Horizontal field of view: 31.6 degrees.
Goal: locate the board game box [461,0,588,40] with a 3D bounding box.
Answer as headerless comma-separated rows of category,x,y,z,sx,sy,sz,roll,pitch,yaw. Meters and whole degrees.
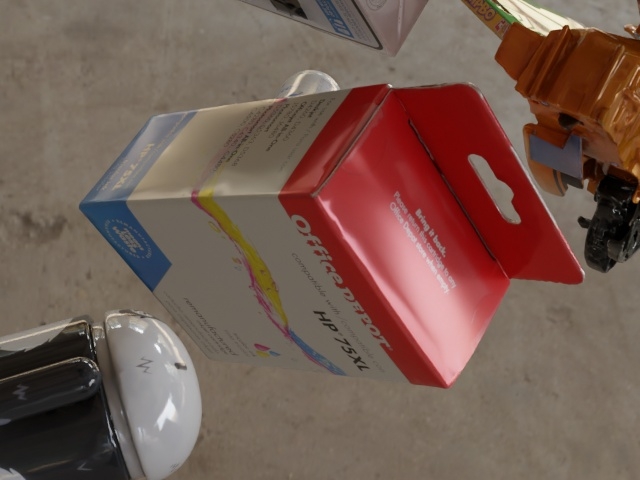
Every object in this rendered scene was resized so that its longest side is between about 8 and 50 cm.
board game box,0.257,-0.230,1.276,0.259,0.039,0.124,11,34,-47

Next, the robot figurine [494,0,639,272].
robot figurine,0.188,-0.096,0.658,0.085,0.291,0.211,28,88,23

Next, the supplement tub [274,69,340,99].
supplement tub,-0.016,-0.125,1.139,0.071,0.071,0.107,15,25,1

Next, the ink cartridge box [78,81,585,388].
ink cartridge box,0.000,0.000,0.577,0.231,0.134,0.078,0,46,46

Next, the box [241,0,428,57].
box,-0.049,-0.231,0.628,0.290,0.087,0.169,27,82,30

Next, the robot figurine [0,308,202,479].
robot figurine,-0.249,0.161,1.039,0.278,0.174,0.209,-15,22,-8
